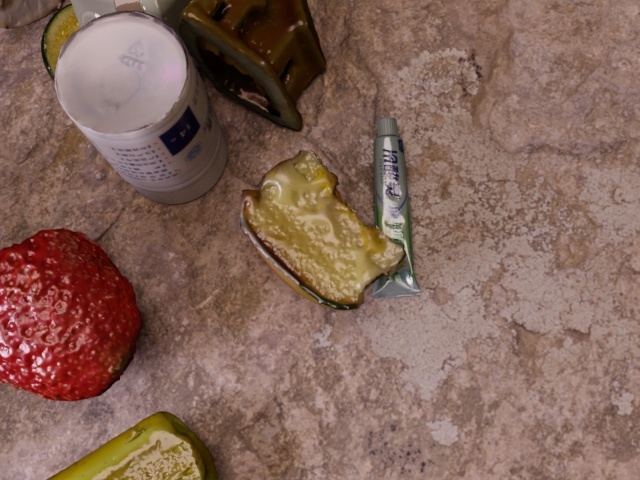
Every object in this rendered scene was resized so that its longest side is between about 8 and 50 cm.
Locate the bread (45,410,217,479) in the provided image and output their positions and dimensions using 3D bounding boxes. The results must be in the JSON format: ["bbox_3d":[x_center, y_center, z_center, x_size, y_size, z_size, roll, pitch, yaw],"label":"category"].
[{"bbox_3d":[-0.331,0.405,1.212,0.384,0.112,0.166,-32,74,-4],"label":"bread"}]

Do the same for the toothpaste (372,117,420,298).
[{"bbox_3d":[0.115,-0.054,1.326,0.075,0.048,0.296,-4,77,7],"label":"toothpaste"}]

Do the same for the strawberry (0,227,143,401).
[{"bbox_3d":[-0.386,0.119,1.236,0.277,0.257,0.257,25,78,23],"label":"strawberry"}]

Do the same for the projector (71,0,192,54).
[{"bbox_3d":[-0.281,-0.395,1.359,0.177,0.163,0.242,16,55,17],"label":"projector"}]

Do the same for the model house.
[{"bbox_3d":[-0.089,-0.356,1.350,0.174,0.268,0.239,22,73,24],"label":"model house"}]

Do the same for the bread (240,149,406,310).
[{"bbox_3d":[-0.004,-0.002,1.279,0.251,0.133,0.174,44,78,10],"label":"bread"}]

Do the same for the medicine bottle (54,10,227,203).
[{"bbox_3d":[-0.260,-0.188,1.271,0.190,0.332,0.189,-1,75,3],"label":"medicine bottle"}]

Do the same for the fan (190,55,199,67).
[{"bbox_3d":[-0.264,-0.314,1.445,0.244,0.074,0.130,-22,60,-4],"label":"fan"}]

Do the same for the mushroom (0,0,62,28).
[{"bbox_3d":[-0.554,-0.507,1.507,0.151,0.156,0.285,18,64,25],"label":"mushroom"}]

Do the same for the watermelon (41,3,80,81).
[{"bbox_3d":[-0.459,-0.372,1.506,0.092,0.075,0.181,33,79,-29],"label":"watermelon"}]
